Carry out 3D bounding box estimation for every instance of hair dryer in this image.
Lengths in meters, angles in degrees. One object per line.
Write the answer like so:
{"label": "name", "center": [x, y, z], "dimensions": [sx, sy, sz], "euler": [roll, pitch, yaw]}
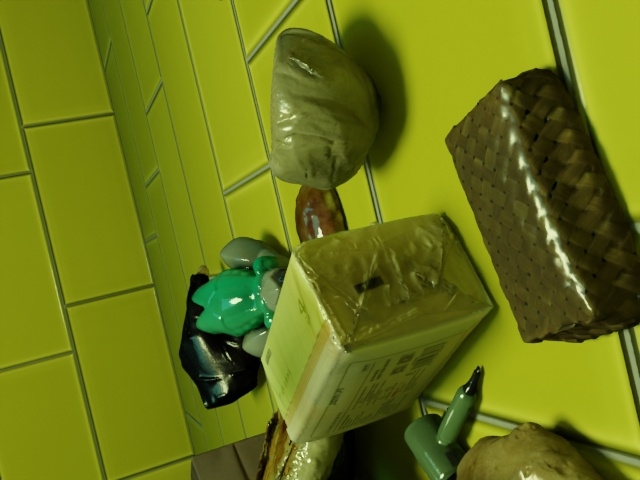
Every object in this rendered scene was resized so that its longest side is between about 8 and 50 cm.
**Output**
{"label": "hair dryer", "center": [0.136, 0.179, 0.699], "dimensions": [0.071, 0.047, 0.150], "euler": [54, 139, 42]}

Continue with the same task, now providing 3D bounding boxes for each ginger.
{"label": "ginger", "center": [0.171, 0.201, 0.570], "dimensions": [0.095, 0.069, 0.190], "euler": [50, 155, 1]}

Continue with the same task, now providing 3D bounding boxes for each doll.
{"label": "doll", "center": [-0.094, 0.104, 1.114], "dimensions": [0.258, 0.153, 0.195], "euler": [20, 104, 46]}

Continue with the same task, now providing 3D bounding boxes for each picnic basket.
{"label": "picnic basket", "center": [0.153, -0.019, 0.501], "dimensions": [0.193, 0.055, 0.110], "euler": [70, 158, 12]}

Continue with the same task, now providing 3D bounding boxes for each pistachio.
{"label": "pistachio", "center": [0.000, 0.000, 0.906], "dimensions": [0.089, 0.049, 0.172], "euler": [143, 113, -68]}

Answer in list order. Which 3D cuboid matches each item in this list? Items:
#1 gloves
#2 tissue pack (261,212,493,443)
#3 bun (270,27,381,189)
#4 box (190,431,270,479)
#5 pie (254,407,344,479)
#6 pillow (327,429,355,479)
{"label": "gloves", "center": [-0.215, 0.190, 1.464], "dimensions": [0.197, 0.152, 0.301], "euler": [-38, 48, 38]}
{"label": "tissue pack", "center": [0.043, 0.093, 0.698], "dimensions": [0.234, 0.159, 0.125], "euler": [109, 141, -54]}
{"label": "bun", "center": [0.005, -0.133, 0.724], "dimensions": [0.173, 0.113, 0.166], "euler": [-93, 6, -63]}
{"label": "box", "center": [-0.164, 0.533, 1.455], "dimensions": [0.252, 0.188, 0.153], "euler": [100, 149, -50]}
{"label": "pie", "center": [-0.030, 0.244, 0.887], "dimensions": [0.274, 0.055, 0.274], "euler": [-158, 90, -80]}
{"label": "pillow", "center": [0.005, 0.357, 1.035], "dimensions": [0.161, 0.093, 0.335], "euler": [-84, -6, -57]}
